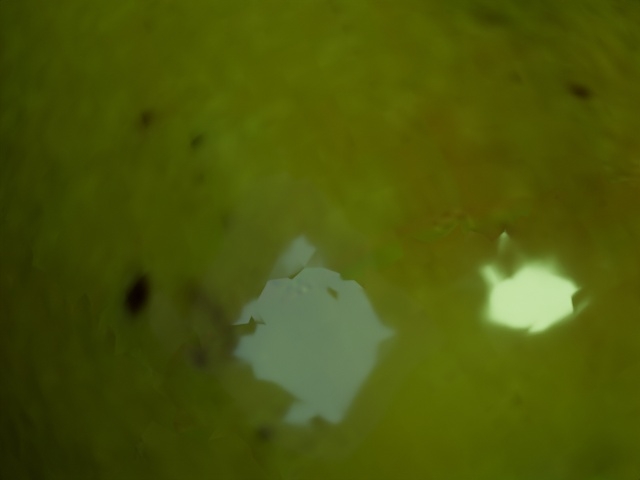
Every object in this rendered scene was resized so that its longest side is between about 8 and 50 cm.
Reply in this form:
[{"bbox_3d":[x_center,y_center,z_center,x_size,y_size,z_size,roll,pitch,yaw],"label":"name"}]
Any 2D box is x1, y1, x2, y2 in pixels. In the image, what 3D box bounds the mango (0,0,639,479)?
[{"bbox_3d":[0.000,0.000,0.538,0.232,0.300,0.446,-36,42,1],"label":"mango"}]
